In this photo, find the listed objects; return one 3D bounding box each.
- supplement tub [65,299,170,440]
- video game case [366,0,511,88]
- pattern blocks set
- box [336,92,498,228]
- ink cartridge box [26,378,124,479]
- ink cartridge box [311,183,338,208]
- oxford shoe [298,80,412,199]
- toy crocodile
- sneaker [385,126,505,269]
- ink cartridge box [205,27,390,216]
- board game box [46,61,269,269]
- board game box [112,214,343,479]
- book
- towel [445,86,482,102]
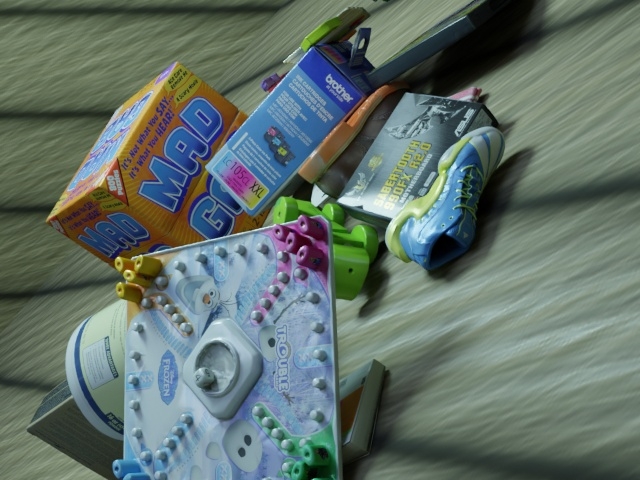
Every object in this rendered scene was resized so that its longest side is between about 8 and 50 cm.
[{"bbox_3d":[-0.235,0.176,1.679,0.325,0.235,0.235,-28,30,27],"label":"supplement tub"},{"bbox_3d":[0.243,-0.388,1.837,0.248,0.035,0.275,-41,11,-37],"label":"video game case"},{"bbox_3d":[0.013,-0.399,1.984,0.325,0.026,0.285,-37,1,4],"label":"pattern blocks set"},{"bbox_3d":[0.154,-0.124,1.625,0.183,0.056,0.231,21,74,49],"label":"box"},{"bbox_3d":[-0.387,0.346,1.853,0.193,0.235,0.088,-33,28,42],"label":"ink cartridge box"},{"bbox_3d":[0.042,-0.119,1.920,0.104,0.062,0.181,-41,24,32],"label":"ink cartridge box"},{"bbox_3d":[0.095,-0.173,1.837,0.363,0.133,0.130,-48,0,-45],"label":"oxford shoe"},{"bbox_3d":[0.000,0.000,1.718,0.340,0.115,0.105,39,120,60],"label":"toy crocodile"},{"bbox_3d":[0.206,-0.050,1.462,0.240,0.091,0.126,-51,39,5],"label":"sneaker"},{"bbox_3d":[-0.016,-0.251,2.017,0.395,0.151,0.270,-44,-2,20],"label":"ink cartridge box"},{"bbox_3d":[-0.343,-0.119,2.329,0.356,0.356,0.356,-20,38,55],"label":"board game box"},{"bbox_3d":[-0.150,0.181,1.438,0.390,0.050,0.389,-12,72,33],"label":"board game box"},{"bbox_3d":[0.039,0.242,1.397,0.096,0.035,0.144,-38,25,42],"label":"book"},{"bbox_3d":[0.197,-0.166,1.722,0.144,0.029,0.197,-17,44,58],"label":"towel"}]
